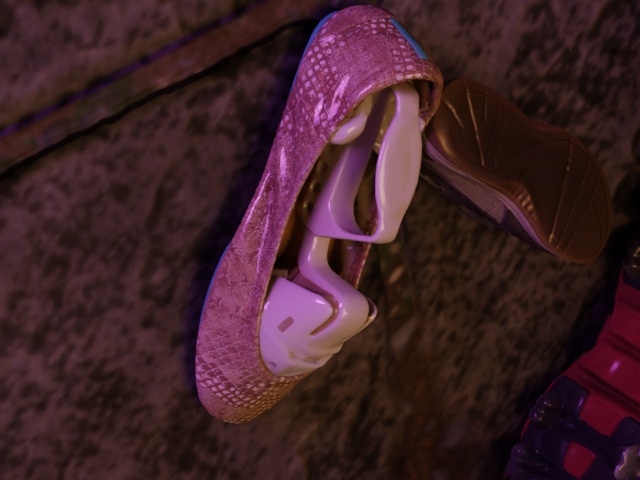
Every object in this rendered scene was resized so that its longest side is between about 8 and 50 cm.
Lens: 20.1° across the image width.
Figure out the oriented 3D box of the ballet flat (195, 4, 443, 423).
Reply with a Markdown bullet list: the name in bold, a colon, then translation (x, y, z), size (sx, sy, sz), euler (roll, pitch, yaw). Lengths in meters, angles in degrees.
- **ballet flat**: translation (0.000, 0.000, 0.793), size (0.073, 0.067, 0.206), euler (0, 115, -42)

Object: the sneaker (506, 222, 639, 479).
- **sneaker**: translation (0.216, 0.053, 0.990), size (0.135, 0.098, 0.276), euler (21, 102, -45)

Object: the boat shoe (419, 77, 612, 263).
- **boat shoe**: translation (0.086, -0.035, 0.861), size (0.152, 0.049, 0.056), euler (36, 70, -42)
